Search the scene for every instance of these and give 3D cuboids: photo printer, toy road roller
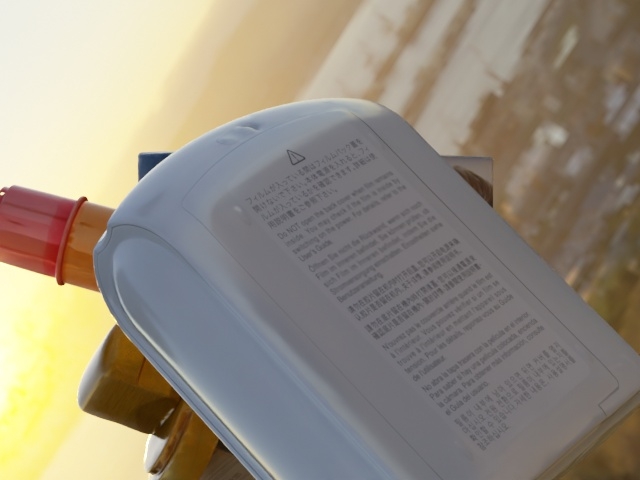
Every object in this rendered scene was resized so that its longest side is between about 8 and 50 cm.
[{"bbox_3d":[0.026,0.049,1.107,0.256,0.307,0.107,-32,-17,-45],"label":"photo printer"},{"bbox_3d":[-0.111,0.110,1.889,0.202,0.240,0.330,131,157,-58],"label":"toy road roller"}]

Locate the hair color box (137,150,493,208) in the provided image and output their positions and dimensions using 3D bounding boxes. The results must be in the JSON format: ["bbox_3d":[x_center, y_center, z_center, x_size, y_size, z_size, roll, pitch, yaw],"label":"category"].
[{"bbox_3d":[0.000,0.000,1.735,0.105,0.347,0.174,3,93,60],"label":"hair color box"}]

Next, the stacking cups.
[{"bbox_3d":[-0.108,0.030,1.402,0.096,0.316,0.096,12,-90,-87],"label":"stacking cups"}]
